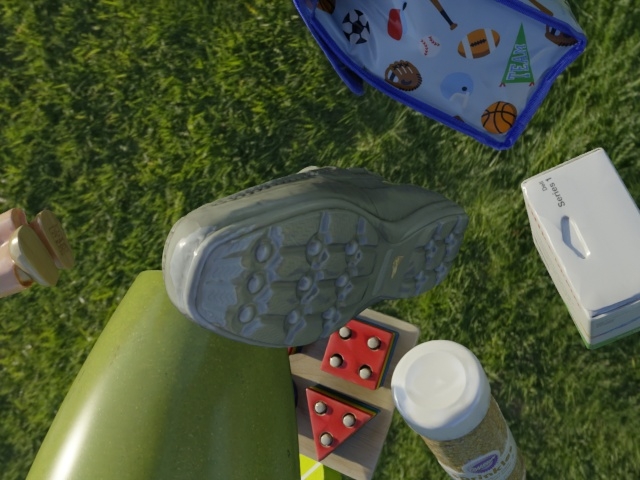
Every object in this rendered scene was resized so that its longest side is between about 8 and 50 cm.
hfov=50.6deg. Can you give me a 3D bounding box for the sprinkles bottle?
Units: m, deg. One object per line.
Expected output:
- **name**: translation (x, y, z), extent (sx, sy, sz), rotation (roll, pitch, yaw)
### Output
- **sprinkles bottle**: translation (0.210, 0.274, 0.974), extent (0.121, 0.121, 0.355), rotation (-8, 142, 22)

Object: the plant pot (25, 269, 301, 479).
- **plant pot**: translation (-0.130, 0.184, 0.621), extent (0.274, 0.275, 0.294), rotation (6, 78, 17)

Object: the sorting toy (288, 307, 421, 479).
- **sorting toy**: translation (-0.008, 0.215, 1.061), extent (0.257, 0.089, 0.256), rotation (18, 91, 19)

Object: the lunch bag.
- **lunch bag**: translation (0.148, -0.344, 1.004), extent (0.385, 0.328, 0.239), rotation (24, 124, -9)

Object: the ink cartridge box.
- **ink cartridge box**: translation (0.385, 0.024, 0.952), extent (0.117, 0.278, 0.202), rotation (-25, 66, 12)

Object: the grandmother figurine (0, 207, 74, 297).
- **grandmother figurine**: translation (-0.465, 0.063, 0.781), extent (0.342, 0.208, 0.104), rotation (-21, 98, 2)

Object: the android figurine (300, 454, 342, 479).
- **android figurine**: translation (-0.040, 0.414, 1.193), extent (0.056, 0.273, 0.248), rotation (34, 114, -21)

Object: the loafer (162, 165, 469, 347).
- **loafer**: translation (0.000, 0.000, 0.500), extent (0.111, 0.319, 0.112), rotation (28, 107, 29)
